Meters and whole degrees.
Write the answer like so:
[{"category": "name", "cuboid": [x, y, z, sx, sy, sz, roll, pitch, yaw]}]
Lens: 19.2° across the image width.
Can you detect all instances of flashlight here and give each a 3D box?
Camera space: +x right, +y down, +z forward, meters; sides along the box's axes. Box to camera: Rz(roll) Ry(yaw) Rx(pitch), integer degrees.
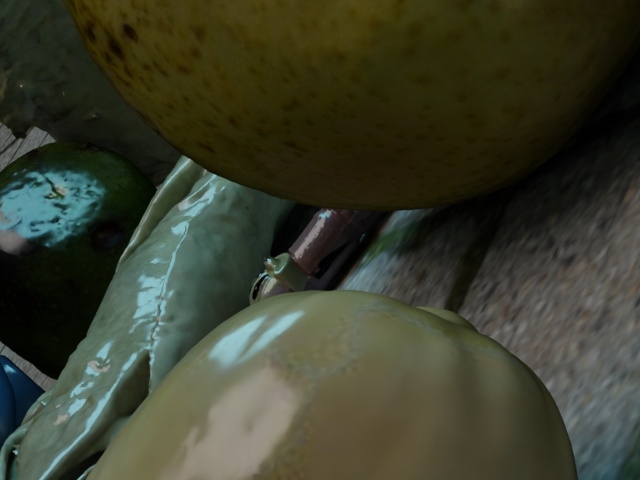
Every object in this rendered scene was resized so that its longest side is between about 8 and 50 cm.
[{"category": "flashlight", "cuboid": [0.000, 0.000, 0.849, 0.110, 0.031, 0.052, -54, 14, 1]}]

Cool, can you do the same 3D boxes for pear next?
[{"category": "pear", "cuboid": [0.028, -0.135, 0.714, 0.271, 0.271, 0.271, -49, 16, 19]}]

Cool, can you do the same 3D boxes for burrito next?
[{"category": "burrito", "cuboid": [-0.078, 0.047, 0.881, 0.117, 0.076, 0.392, -57, 7, 46]}]

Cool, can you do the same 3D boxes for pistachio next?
[{"category": "pistachio", "cuboid": [-0.017, 0.101, 0.510, 0.200, 0.117, 0.145, -50, 20, 16]}]

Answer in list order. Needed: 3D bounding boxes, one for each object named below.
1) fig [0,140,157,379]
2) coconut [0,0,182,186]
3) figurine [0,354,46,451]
[{"category": "fig", "cuboid": [-0.144, 0.025, 1.117, 0.156, 0.123, 0.123, 83, -154, -50]}, {"category": "coconut", "cuboid": [-0.122, -0.275, 1.183, 0.404, 0.404, 0.404, -49, 16, 19]}, {"category": "figurine", "cuboid": [-0.290, 0.123, 1.057, 0.416, 0.298, 0.243, -24, 36, 34]}]
